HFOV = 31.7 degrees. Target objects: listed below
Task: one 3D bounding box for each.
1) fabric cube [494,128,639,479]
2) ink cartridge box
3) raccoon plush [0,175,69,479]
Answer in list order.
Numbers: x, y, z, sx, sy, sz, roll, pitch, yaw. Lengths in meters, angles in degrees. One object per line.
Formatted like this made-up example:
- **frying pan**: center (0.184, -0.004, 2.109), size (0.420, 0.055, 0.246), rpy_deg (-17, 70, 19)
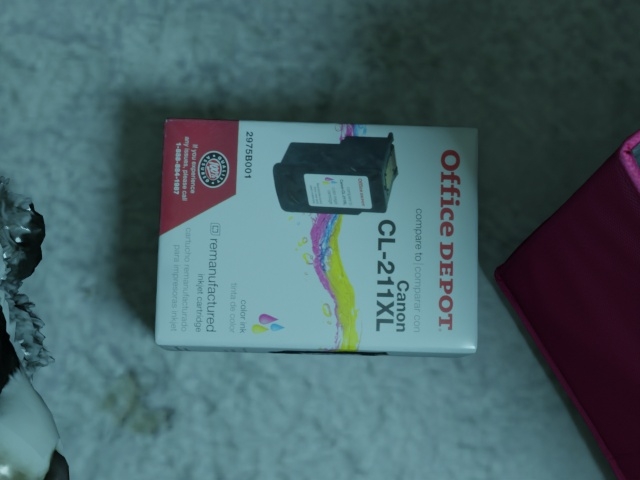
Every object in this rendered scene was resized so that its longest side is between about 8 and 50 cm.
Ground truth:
- **fabric cube**: center (0.271, 0.038, 0.528), size (0.254, 0.258, 0.259), rpy_deg (-29, 80, -9)
- **ink cartridge box**: center (0.000, 0.000, 0.636), size (0.175, 0.072, 0.127), rpy_deg (1, 82, -1)
- **raccoon plush**: center (-0.322, 0.039, 0.511), size (0.446, 0.299, 0.216), rpy_deg (7, 83, 0)
